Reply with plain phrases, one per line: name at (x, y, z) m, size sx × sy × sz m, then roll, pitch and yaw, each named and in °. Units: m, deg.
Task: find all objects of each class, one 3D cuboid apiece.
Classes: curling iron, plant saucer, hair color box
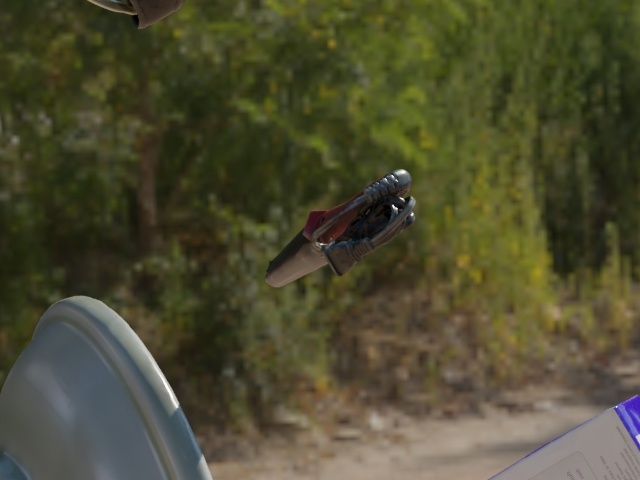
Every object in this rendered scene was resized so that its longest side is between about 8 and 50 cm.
curling iron at (0.000, 0.000, 1.105) m, size 0.068 × 0.035 × 0.274 m, roll -38°, pitch 4°, yaw -16°
plant saucer at (-0.157, 0.241, 1.194) m, size 0.100 × 0.400 × 0.400 m, roll -14°, pitch 9°, yaw -25°
hair color box at (0.227, 0.325, 1.846) m, size 0.339 × 0.185 × 0.110 m, roll -34°, pitch -11°, yaw 21°

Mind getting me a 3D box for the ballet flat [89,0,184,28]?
ballet flat at (-0.264, -0.327, 1.992) m, size 0.280 × 0.096 × 0.095 m, roll 39°, pitch 14°, yaw -36°
